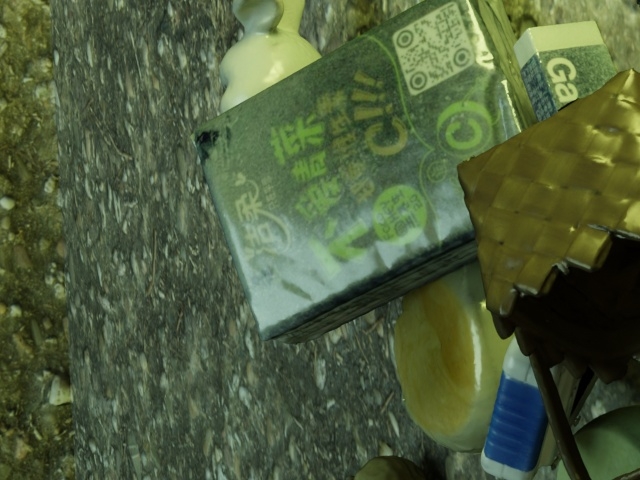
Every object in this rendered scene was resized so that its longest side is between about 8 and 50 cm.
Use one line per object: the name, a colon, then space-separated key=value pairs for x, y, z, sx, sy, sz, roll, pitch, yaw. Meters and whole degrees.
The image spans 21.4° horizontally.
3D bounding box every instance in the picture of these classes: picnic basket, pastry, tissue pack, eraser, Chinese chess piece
picnic basket: x=0.294 y=0.046 z=1.518 sx=0.254 sy=0.291 sz=0.321 roll=-31 pitch=58 yaw=23
pastry: x=0.183 y=0.126 z=1.997 sx=0.265 sy=0.133 sz=0.265 roll=33 pitch=127 yaw=58
tissue pack: x=0.065 y=-0.085 z=1.937 sx=0.394 sy=0.124 sz=0.288 roll=-27 pitch=68 yaw=23
eraser: x=0.277 y=-0.123 z=1.760 sx=0.046 sy=0.092 sz=0.212 roll=129 pitch=128 yaw=-59
Chinese chess piece: x=0.346 y=0.294 z=1.753 sx=0.250 sy=0.101 sz=0.250 roll=35 pitch=129 yaw=57

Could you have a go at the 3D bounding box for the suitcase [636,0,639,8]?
suitcase: x=0.398 y=-0.266 z=1.390 sx=0.230 sy=0.152 sz=0.335 roll=67 pitch=150 yaw=24

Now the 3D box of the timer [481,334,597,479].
timer: x=0.251 y=0.125 z=1.760 sx=0.078 sy=0.253 sz=0.178 roll=19 pitch=127 yaw=17

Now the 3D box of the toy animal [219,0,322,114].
toy animal: x=-0.019 y=-0.187 z=2.173 sx=0.310 sy=0.183 sz=0.247 roll=41 pitch=124 yaw=24

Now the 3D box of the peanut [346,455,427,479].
peanut: x=0.127 y=0.420 z=2.219 sx=0.291 sy=0.143 sz=0.159 roll=53 pitch=144 yaw=40
